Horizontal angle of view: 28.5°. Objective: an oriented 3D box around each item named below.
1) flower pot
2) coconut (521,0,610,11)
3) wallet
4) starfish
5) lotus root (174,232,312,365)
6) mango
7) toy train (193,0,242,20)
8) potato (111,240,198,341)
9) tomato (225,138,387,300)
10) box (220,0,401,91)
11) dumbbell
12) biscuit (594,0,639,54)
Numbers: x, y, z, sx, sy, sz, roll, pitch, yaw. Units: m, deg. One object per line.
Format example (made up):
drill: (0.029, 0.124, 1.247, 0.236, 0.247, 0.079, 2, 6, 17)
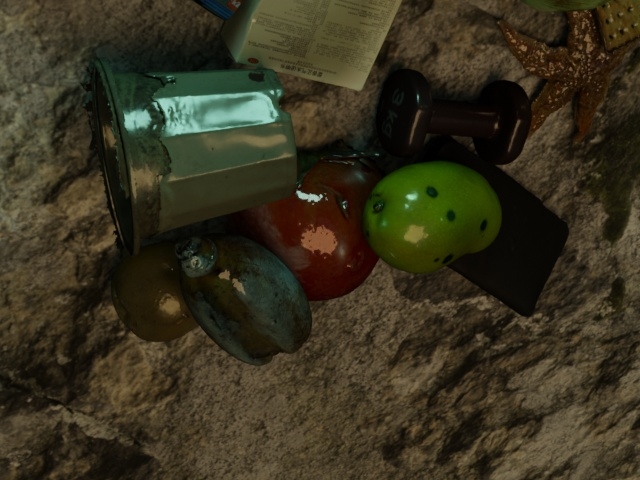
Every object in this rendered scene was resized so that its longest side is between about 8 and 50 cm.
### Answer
flower pot: (-0.179, -0.136, 1.749, 0.259, 0.290, 0.290, -12, 129, -14)
coconut: (0.335, -0.454, 1.743, 0.328, 0.328, 0.281, -25, 102, -4)
wallet: (0.281, -0.024, 2.158, 0.377, 0.051, 0.197, 31, 81, -37)
starfish: (0.407, -0.275, 2.058, 0.299, 0.060, 0.302, -9, 129, -20)
lotus root: (-0.127, 0.068, 1.888, 0.158, 0.140, 0.322, -19, 138, 17)
mango: (0.184, -0.037, 1.971, 0.293, 0.143, 0.175, -3, 105, -47)
toy train: (-0.261, -0.429, 1.635, 0.409, 0.086, 0.089, 31, 108, -37)
potato: (-0.230, 0.071, 2.001, 0.194, 0.157, 0.157, -28, 133, -21)
tomato: (0.002, 0.000, 2.017, 0.309, 0.170, 0.309, -12, 129, -15)
box: (-0.013, -0.322, 1.817, 0.212, 0.095, 0.168, 10, 119, -28)
dumbbell: (0.209, -0.193, 1.988, 0.225, 0.124, 0.140, 1, 118, -25)
biscuit: (0.517, -0.396, 2.008, 0.203, 0.016, 0.144, -30, 116, -15)
